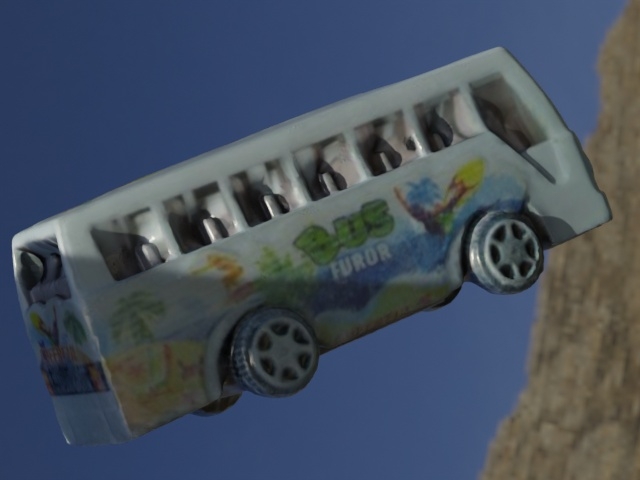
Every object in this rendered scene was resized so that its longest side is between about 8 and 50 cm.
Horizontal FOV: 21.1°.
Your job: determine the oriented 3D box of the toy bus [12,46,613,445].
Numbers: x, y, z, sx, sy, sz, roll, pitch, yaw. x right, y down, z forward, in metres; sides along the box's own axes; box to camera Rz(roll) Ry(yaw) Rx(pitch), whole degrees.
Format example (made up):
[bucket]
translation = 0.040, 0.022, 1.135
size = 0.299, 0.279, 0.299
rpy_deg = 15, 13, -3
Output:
[toy bus]
translation = 0.000, 0.000, 0.936
size = 0.330, 0.109, 0.136
rpy_deg = -23, -87, -29
